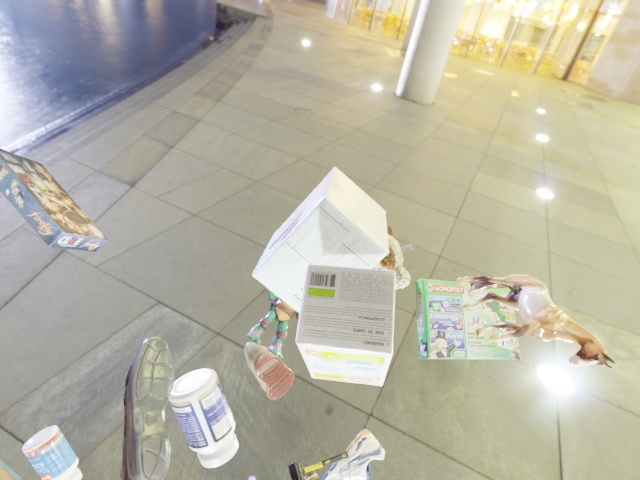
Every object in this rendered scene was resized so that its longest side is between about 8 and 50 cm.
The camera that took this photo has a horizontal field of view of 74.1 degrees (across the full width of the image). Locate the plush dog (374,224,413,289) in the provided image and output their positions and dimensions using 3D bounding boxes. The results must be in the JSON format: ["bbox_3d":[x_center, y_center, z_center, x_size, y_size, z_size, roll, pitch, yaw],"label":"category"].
[{"bbox_3d":[0.176,0.027,1.400,0.262,0.211,0.225,18,-4,30],"label":"plush dog"}]

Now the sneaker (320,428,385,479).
[{"bbox_3d":[0.112,0.841,1.544,0.131,0.296,0.112,41,8,17],"label":"sneaker"}]

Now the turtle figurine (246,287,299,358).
[{"bbox_3d":[-0.093,0.190,1.161,0.175,0.118,0.234,32,76,-3],"label":"turtle figurine"}]

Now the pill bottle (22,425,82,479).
[{"bbox_3d":[-0.977,0.810,1.560,0.124,0.222,0.124,-23,12,5],"label":"pill bottle"}]

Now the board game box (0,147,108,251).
[{"bbox_3d":[-0.577,-0.082,0.886,0.243,0.042,0.165,47,-2,4],"label":"board game box"}]

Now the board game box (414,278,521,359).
[{"bbox_3d":[0.418,0.227,1.200,0.316,0.046,0.214,7,72,-20],"label":"board game box"}]

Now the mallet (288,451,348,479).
[{"bbox_3d":[0.000,0.688,1.279,0.189,0.039,0.062,-4,52,-16],"label":"mallet"}]

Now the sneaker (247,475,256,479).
[{"bbox_3d":[-0.263,0.941,1.553,0.068,0.170,0.071,18,12,-11],"label":"sneaker"}]

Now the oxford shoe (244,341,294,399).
[{"bbox_3d":[-0.188,0.474,1.561,0.123,0.348,0.130,-37,54,-23],"label":"oxford shoe"}]

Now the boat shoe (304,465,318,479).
[{"bbox_3d":[-0.044,0.834,1.507,0.056,0.152,0.049,-7,58,-27],"label":"boat shoe"}]

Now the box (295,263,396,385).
[{"bbox_3d":[0.039,0.124,0.580,0.114,0.203,0.103,5,62,7],"label":"box"}]

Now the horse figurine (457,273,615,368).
[{"bbox_3d":[0.343,0.117,0.730,0.174,0.066,0.263,-5,23,2],"label":"horse figurine"}]

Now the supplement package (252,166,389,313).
[{"bbox_3d":[0.007,0.002,0.809,0.149,0.203,0.194,40,23,-11],"label":"supplement package"}]

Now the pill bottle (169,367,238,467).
[{"bbox_3d":[-0.354,0.547,1.308,0.153,0.265,0.153,-16,13,4],"label":"pill bottle"}]

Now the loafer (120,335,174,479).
[{"bbox_3d":[-0.388,0.363,0.915,0.109,0.095,0.303,35,38,-51],"label":"loafer"}]

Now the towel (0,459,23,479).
[{"bbox_3d":[-0.294,0.238,0.387,0.370,0.271,0.040,52,49,-12],"label":"towel"}]
